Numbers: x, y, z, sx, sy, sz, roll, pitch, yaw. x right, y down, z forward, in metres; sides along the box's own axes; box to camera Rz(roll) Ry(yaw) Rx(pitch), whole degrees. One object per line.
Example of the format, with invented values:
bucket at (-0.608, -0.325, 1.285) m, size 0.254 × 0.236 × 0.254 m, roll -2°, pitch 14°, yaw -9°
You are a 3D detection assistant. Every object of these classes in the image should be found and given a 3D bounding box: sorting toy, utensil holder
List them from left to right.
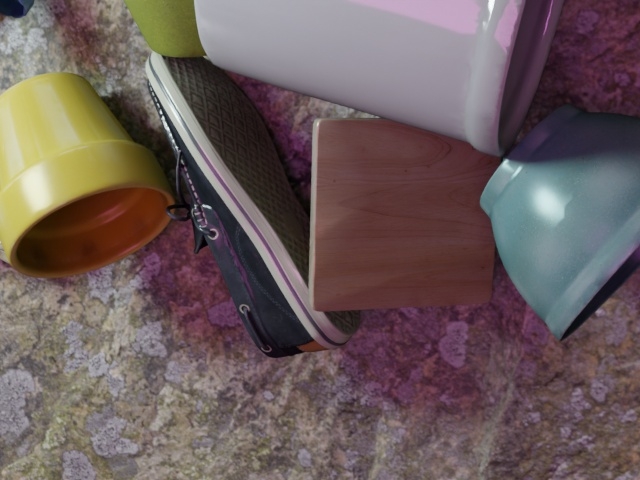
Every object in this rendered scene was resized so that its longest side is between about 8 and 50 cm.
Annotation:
utensil holder at (0.084, -0.310, 1.273) m, size 0.386 × 0.327 × 0.327 m, roll 18°, pitch 111°, yaw 15°
sorting toy at (0.105, -0.042, 1.424) m, size 0.257 × 0.089 × 0.255 m, roll -2°, pitch 103°, yaw -15°

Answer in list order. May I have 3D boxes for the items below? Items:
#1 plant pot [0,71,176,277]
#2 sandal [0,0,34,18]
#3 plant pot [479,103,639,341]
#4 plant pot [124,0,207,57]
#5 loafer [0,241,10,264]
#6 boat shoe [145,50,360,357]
plant pot at (-0.373, -0.108, 1.539) m, size 0.254 × 0.254 × 0.239 m, roll -35°, pitch 69°, yaw 25°
sandal at (-0.498, -0.442, 1.514) m, size 0.126 × 0.138 × 0.317 m, roll 1°, pitch 97°, yaw 55°
plant pot at (0.326, -0.046, 1.300) m, size 0.196 × 0.293 × 0.293 m, roll 43°, pitch 115°, yaw 16°
plant pot at (-0.182, -0.405, 1.392) m, size 0.275 × 0.275 × 0.293 m, roll 5°, pitch 121°, yaw 18°
loafer at (-0.509, -0.005, 1.696) m, size 0.269 × 0.102 × 0.092 m, roll -3°, pitch 99°, yaw 20°
boat shoe at (-0.126, -0.049, 1.495) m, size 0.156 × 0.187 × 0.500 m, roll -29°, pitch 92°, yaw 29°
